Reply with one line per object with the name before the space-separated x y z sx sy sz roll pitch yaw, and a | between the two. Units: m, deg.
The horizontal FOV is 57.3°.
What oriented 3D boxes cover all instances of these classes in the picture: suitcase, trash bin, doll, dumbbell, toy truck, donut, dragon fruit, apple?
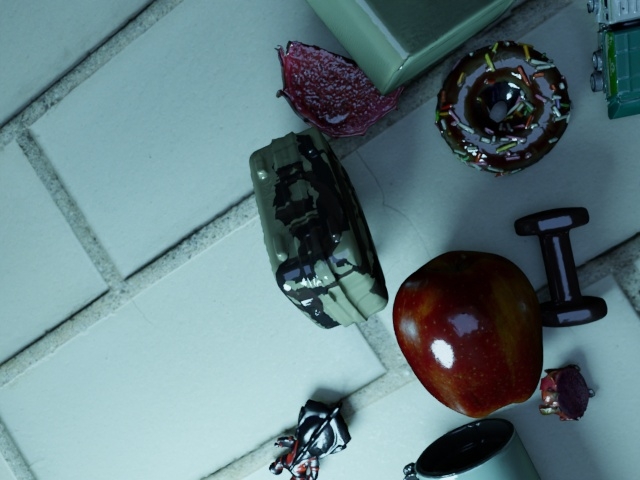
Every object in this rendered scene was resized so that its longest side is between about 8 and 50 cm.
suitcase | 0.000 0.000 1.143 0.193 0.339 0.352 -22 57 10
trash bin | 0.340 0.521 1.154 0.277 0.217 0.263 -26 88 11
doll | -0.020 0.446 1.305 0.127 0.088 0.249 26 109 -11
dumbbell | 0.466 0.051 1.141 0.140 0.124 0.226 -10 92 13
toy truck | 0.568 -0.353 1.081 0.114 0.124 0.254 -10 111 12
donut | 0.358 -0.263 1.157 0.269 0.103 0.270 1 96 12
dragon fruit | 0.023 -0.304 1.221 0.274 0.126 0.161 20 107 -3
dragon fruit | 0.481 0.304 1.179 0.068 0.126 0.112 -21 96 55
apple | 0.281 0.165 1.112 0.288 0.288 0.317 -16 107 13

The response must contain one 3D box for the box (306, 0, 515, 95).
box | 0.152 -0.510 1.100 0.352 0.177 0.344 -36 87 -12
